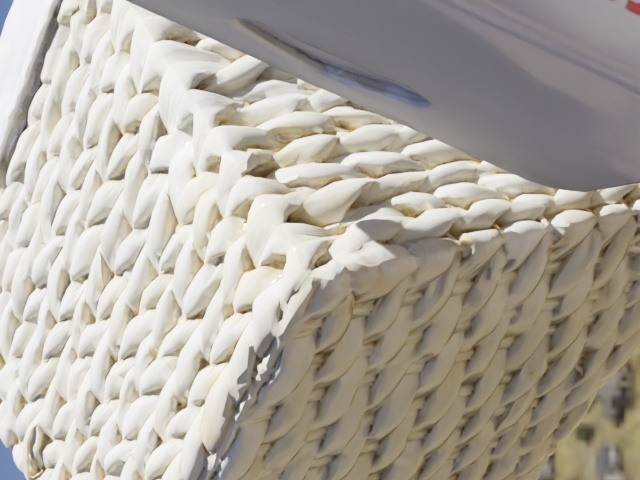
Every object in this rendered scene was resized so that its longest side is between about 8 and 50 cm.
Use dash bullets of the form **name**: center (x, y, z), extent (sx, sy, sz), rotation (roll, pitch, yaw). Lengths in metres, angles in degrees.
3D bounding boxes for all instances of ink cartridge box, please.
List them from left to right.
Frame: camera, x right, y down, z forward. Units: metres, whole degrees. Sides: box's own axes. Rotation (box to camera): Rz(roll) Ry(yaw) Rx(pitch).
- **ink cartridge box**: center (0.084, -0.249, 0.587), extent (0.394, 0.286, 0.166), rotation (-71, 17, -7)

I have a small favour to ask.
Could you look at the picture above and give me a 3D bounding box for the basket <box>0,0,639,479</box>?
- **basket**: center (0.000, 0.000, 0.858), extent (0.266, 0.328, 0.331), rotation (54, 136, 30)
